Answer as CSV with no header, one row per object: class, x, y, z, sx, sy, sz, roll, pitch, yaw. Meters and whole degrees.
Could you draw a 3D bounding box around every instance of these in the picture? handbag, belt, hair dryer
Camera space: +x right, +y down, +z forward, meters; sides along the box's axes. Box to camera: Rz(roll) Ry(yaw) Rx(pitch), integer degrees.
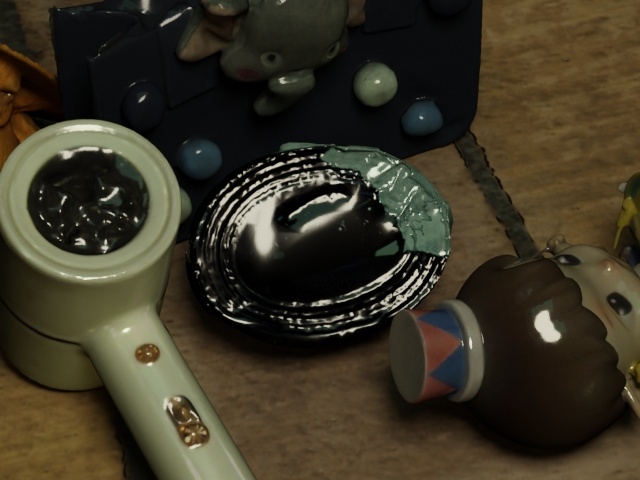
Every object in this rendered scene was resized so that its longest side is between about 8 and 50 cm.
handbag,-0.031,-0.134,1.470,0.325,0.269,0.118,-22,54,-15
belt,0.000,0.000,1.436,0.198,0.078,0.151,-9,92,-9
hair dryer,-0.110,0.109,1.343,0.128,0.203,0.362,-25,70,-22

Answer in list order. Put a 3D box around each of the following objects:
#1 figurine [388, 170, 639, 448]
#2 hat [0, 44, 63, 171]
figurine,0.181,0.053,1.375,0.275,0.158,0.161,-31,46,-23
hat,-0.330,-0.043,1.508,0.244,0.233,0.233,16,78,30
